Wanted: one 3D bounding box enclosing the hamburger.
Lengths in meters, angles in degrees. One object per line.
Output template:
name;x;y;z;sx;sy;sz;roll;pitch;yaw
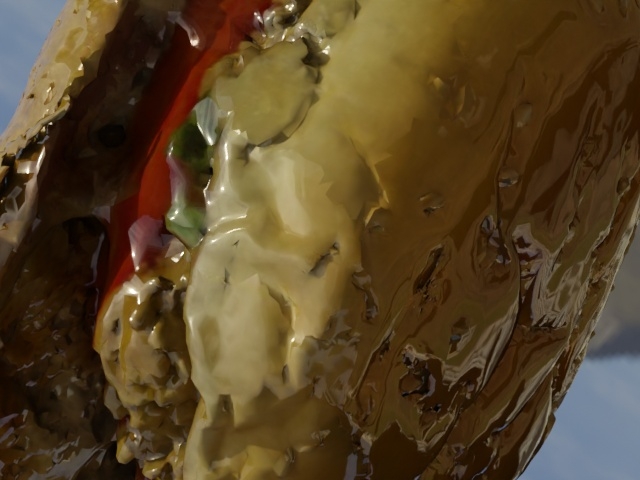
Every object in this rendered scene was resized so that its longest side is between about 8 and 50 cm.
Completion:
hamburger;0.000;0.000;0.607;0.163;0.244;0.244;21;-174;16
